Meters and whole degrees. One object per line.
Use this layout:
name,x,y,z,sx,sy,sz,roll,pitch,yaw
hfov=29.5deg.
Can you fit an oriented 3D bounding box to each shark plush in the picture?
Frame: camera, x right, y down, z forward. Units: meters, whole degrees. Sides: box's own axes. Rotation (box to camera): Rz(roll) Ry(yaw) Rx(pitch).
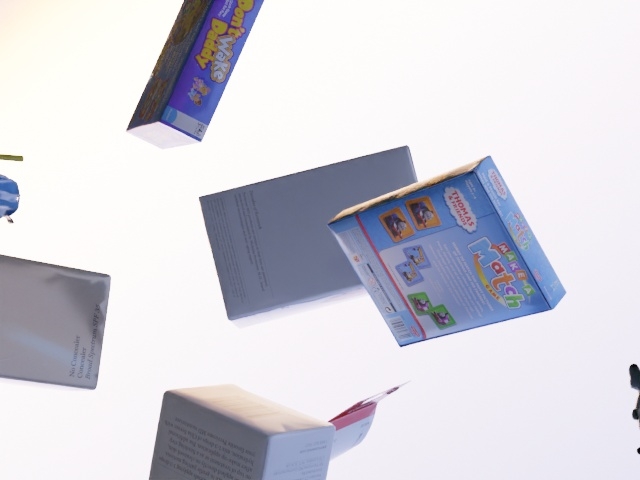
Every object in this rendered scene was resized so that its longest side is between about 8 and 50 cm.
shark plush,0.423,0.216,1.543,0.161,0.073,0.067,-65,-170,-19

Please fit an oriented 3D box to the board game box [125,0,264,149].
board game box,-0.198,-0.328,2.042,0.347,0.078,0.233,-67,-159,-8

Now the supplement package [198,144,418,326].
supplement package,0.000,0.000,1.682,0.293,0.175,0.177,-15,172,-1

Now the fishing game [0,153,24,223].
fishing game,-0.435,-0.035,1.390,0.264,0.189,0.041,-34,-121,46

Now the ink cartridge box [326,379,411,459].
ink cartridge box,0.033,0.320,1.992,0.232,0.066,0.189,-31,169,30

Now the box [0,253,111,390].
box,-0.410,0.083,1.385,0.121,0.311,0.148,-8,-106,53

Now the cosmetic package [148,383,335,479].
cosmetic package,-0.146,0.469,1.853,0.230,0.161,0.453,17,-81,38

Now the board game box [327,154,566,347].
board game box,0.124,0.017,1.236,0.211,0.160,0.039,-19,-165,47
